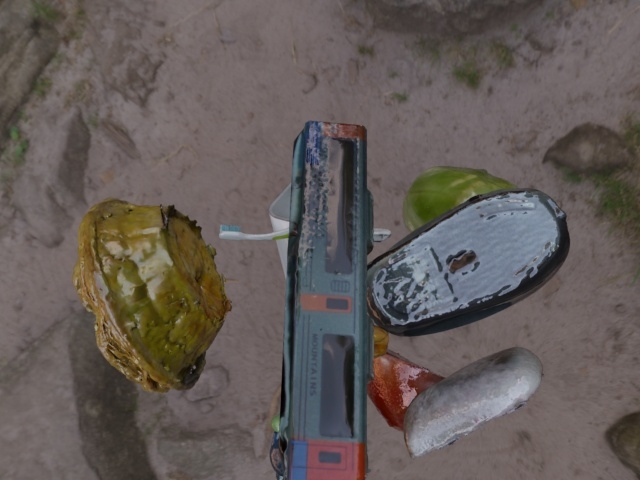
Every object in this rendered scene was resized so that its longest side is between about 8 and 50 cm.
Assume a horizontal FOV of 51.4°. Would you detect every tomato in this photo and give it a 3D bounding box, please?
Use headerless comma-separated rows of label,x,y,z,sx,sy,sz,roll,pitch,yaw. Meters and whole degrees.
tomato,0.213,0.368,1.570,0.308,0.309,0.170,21,86,17

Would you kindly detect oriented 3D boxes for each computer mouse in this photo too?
computer mouse,0.251,0.041,1.174,0.373,0.114,0.203,-24,77,7

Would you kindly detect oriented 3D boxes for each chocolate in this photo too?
chocolate,0.288,0.303,1.308,0.303,0.185,0.100,-33,86,20

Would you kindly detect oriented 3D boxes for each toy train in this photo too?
toy train,0.009,0.077,0.639,0.089,0.086,0.410,3,65,-4

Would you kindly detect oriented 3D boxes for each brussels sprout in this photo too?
brussels sprout,0.329,-0.030,1.432,0.247,0.328,0.328,-43,72,3

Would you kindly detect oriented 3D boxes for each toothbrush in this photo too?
toothbrush,-0.020,-0.009,0.997,0.262,0.022,0.026,2,51,-10

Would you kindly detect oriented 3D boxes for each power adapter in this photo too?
power adapter,0.000,0.000,1.370,0.124,0.255,0.187,14,46,27

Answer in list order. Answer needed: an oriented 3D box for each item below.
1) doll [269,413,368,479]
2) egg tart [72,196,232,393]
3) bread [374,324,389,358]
doll,-0.004,0.565,1.734,0.198,0.321,0.186,12,80,59
egg tart,-0.151,0.043,0.648,0.090,0.212,0.213,-22,74,9
bread,0.031,0.149,0.972,0.132,0.074,0.053,-3,98,-13
